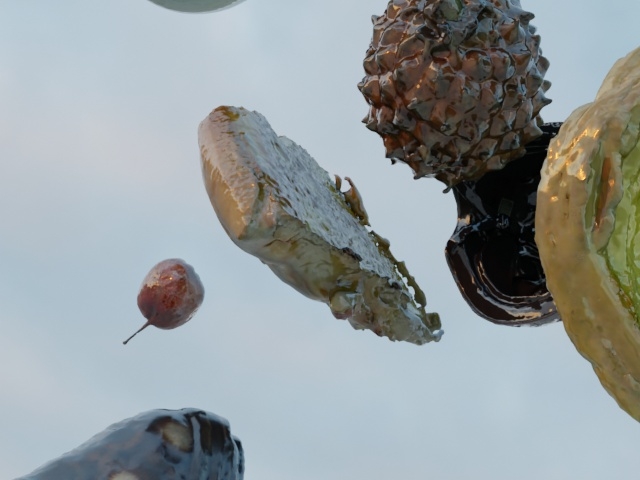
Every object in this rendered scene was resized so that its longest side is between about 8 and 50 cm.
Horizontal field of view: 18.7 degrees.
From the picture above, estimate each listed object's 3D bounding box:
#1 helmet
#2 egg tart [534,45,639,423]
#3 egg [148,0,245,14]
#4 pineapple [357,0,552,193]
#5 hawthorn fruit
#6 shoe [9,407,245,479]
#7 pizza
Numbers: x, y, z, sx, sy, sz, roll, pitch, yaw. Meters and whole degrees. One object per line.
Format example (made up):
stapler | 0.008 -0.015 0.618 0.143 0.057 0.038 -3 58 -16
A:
helmet | 0.191 -0.006 1.613 0.153 0.177 0.107 -9 -19 33
egg tart | 0.258 -0.001 1.202 0.279 0.279 0.095 27 -9 -12
egg | -0.119 -0.373 1.851 0.230 0.230 0.371 18 -36 11
pineapple | 0.102 -0.133 1.516 0.166 0.166 0.193 15 -27 18
hawthorn fruit | -0.160 0.067 1.941 0.067 0.103 0.066 27 -28 16
shoe | -0.217 0.260 1.423 0.237 0.384 0.171 28 -32 -9
pizza | 0.000 0.000 1.611 0.297 0.071 0.189 33 22 -45
